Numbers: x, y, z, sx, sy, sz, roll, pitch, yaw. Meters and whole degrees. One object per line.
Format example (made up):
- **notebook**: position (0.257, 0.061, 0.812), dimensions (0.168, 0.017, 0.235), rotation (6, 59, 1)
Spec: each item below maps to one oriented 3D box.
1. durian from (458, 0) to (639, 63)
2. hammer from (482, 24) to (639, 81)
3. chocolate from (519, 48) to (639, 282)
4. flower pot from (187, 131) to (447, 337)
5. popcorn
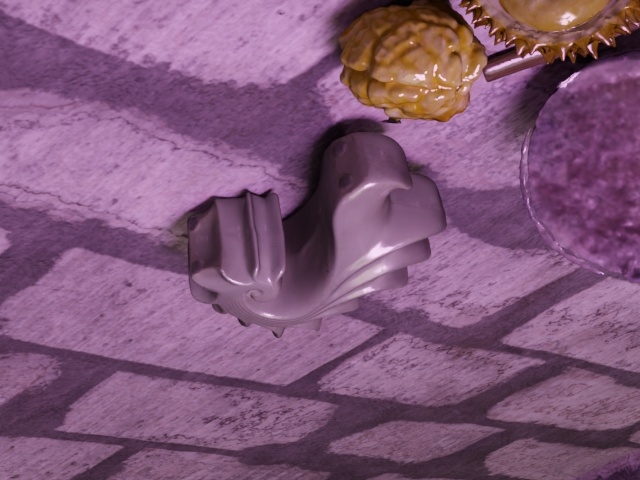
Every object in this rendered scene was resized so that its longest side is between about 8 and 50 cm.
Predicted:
- **durian**: position (0.287, -0.289, 1.153), dimensions (0.306, 0.172, 0.166), rotation (-8, 114, 26)
- **hammer**: position (0.377, -0.271, 1.326), dimensions (0.365, 0.043, 0.111), rotation (-18, 153, 12)
- **chocolate**: position (0.429, -0.110, 1.422), dimensions (0.303, 0.303, 0.213), rotation (-28, -177, 24)
- **flower pot**: position (0.000, 0.000, 1.514), dimensions (0.367, 0.165, 0.254), rotation (-27, 144, 25)
- **popcorn**: position (0.102, -0.200, 1.227), dimensions (0.173, 0.142, 0.173), rotation (-13, -179, 0)
